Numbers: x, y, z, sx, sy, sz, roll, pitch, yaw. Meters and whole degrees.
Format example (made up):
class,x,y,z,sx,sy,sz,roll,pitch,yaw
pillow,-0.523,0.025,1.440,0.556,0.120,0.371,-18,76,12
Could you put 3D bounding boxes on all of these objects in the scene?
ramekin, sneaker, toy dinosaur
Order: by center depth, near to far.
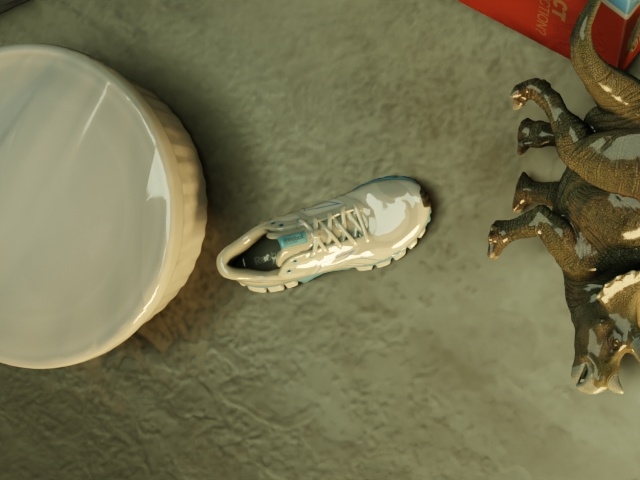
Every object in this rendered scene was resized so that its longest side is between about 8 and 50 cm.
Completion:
class,x,y,z,sx,sy,sz,roll,pitch,yaw
toy dinosaur,0.221,-0.045,1.459,0.160,0.121,0.314,14,112,16
sneaker,0.000,0.000,1.573,0.190,0.083,0.071,-22,83,19
ramekin,-0.221,-0.031,1.630,0.272,0.127,0.273,1,93,20

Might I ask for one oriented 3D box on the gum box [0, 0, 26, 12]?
class,x,y,z,sx,sy,sz,roll,pitch,yaw
gum box,-0.355,-0.238,1.706,0.188,0.062,0.107,-20,85,20

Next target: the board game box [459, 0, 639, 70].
class,x,y,z,sx,sy,sz,roll,pitch,yaw
board game box,0.114,-0.276,1.439,0.316,0.242,0.064,30,67,17
